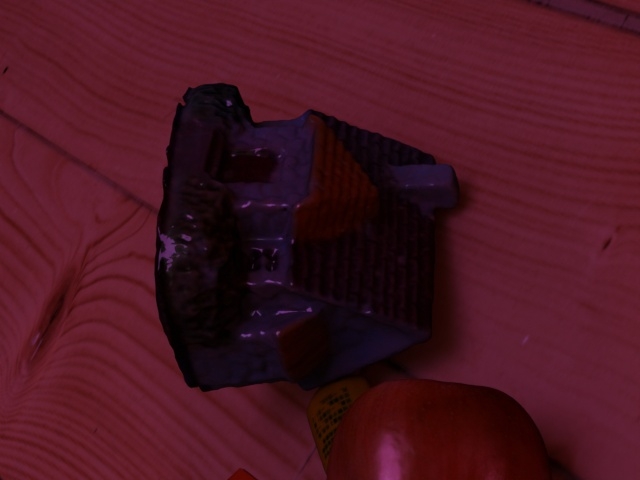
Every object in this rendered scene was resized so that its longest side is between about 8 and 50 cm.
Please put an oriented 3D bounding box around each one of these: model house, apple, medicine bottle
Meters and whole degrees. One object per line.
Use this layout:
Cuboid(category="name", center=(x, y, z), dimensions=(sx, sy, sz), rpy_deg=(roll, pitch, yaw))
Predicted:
Cuboid(category="model house", center=(0.000, 0.000, 1.699), dimensions=(0.339, 0.297, 0.360), rpy_deg=(-1, 45, 7))
Cuboid(category="apple", center=(0.124, 0.275, 1.456), dimensions=(0.242, 0.242, 0.241), rpy_deg=(-21, 57, 32))
Cuboid(category="medicine bottle", center=(0.051, 0.278, 1.644), dimensions=(0.095, 0.064, 0.260), rpy_deg=(-37, 45, 18))

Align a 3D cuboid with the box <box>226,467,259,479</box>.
Cuboid(category="box", center=(-0.047, 0.469, 1.314), dimensions=(0.318, 0.349, 0.257), rpy_deg=(-40, 22, -12))
